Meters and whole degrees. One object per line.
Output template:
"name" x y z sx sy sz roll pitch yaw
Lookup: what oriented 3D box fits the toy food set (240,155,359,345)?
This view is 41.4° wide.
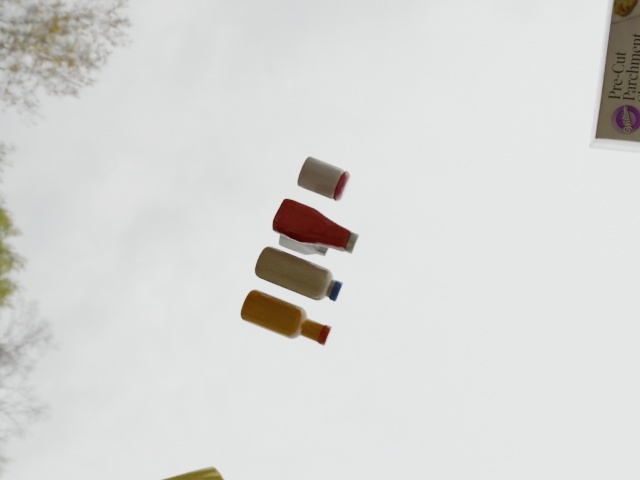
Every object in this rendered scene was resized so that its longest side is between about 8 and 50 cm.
"toy food set" 0.000 0.000 0.994 0.104 0.111 0.232 22 -122 6

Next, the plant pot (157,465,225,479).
"plant pot" -0.123 0.302 0.662 0.212 0.187 0.212 50 -25 21

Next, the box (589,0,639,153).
"box" 0.324 -0.251 0.847 0.067 0.063 0.324 8 -91 11
